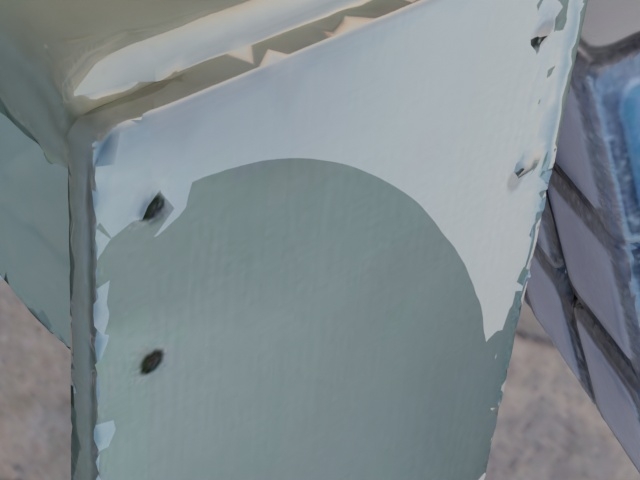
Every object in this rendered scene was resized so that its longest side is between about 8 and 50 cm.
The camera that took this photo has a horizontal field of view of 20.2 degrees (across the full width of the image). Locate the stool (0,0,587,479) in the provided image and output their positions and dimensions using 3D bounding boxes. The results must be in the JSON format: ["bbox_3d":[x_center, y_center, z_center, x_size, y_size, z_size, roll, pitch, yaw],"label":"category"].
[{"bbox_3d":[-0.076,-0.015,0.563,0.170,0.244,0.269,-26,138,-34],"label":"stool"}]

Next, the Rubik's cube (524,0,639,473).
[{"bbox_3d":[0.235,-0.091,0.969,0.301,0.303,0.305,-24,126,-4],"label":"Rubik's cube"}]
